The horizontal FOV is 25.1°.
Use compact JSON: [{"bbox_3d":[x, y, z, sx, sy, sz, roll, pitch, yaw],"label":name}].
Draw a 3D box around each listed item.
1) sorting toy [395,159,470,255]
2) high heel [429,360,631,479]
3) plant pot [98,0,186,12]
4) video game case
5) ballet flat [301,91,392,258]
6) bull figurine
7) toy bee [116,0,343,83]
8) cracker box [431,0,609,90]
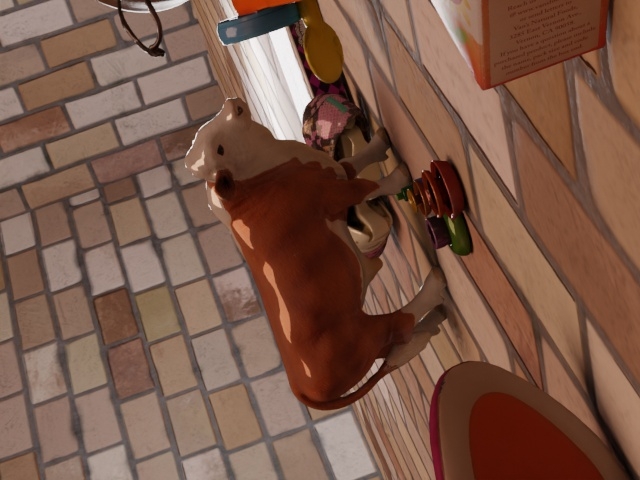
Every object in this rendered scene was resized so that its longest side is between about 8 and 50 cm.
[{"bbox_3d":[0.087,-0.025,1.129,0.102,0.042,0.061,76,173,-53],"label":"sorting toy"},{"bbox_3d":[0.156,0.262,0.929,0.181,0.127,0.377,120,128,-70],"label":"high heel"},{"bbox_3d":[-0.213,-0.450,1.828,0.229,0.263,0.263,-28,82,67],"label":"plant pot"},{"bbox_3d":[-0.023,-0.216,1.601,0.210,0.042,0.232,110,141,-82],"label":"video game case"},{"bbox_3d":[0.037,-0.050,1.483,0.079,0.077,0.221,35,149,47],"label":"ballet flat"},{"bbox_3d":[0.000,0.000,1.332,0.101,0.188,0.310,-130,21,-75],"label":"bull figurine"},{"bbox_3d":[-0.038,-0.243,1.218,0.298,0.162,0.195,28,135,45],"label":"toy bee"},{"bbox_3d":[0.061,-0.195,0.587,0.232,0.067,0.155,76,172,-58],"label":"cracker box"}]
